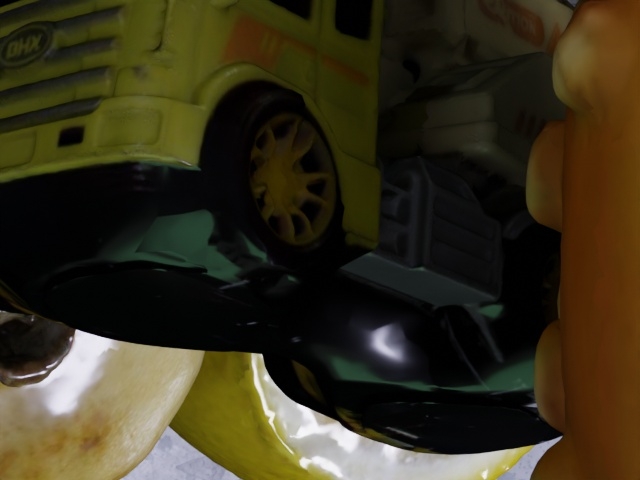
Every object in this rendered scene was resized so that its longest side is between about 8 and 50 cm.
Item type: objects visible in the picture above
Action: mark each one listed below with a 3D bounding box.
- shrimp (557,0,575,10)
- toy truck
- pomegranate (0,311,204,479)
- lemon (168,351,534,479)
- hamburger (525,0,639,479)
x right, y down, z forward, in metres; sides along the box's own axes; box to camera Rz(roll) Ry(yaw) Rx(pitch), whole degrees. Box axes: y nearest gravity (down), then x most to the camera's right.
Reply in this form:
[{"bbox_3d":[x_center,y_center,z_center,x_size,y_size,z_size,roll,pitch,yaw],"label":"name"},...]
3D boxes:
[{"bbox_3d":[0.208,-0.074,0.972,0.047,0.223,0.126,-43,174,30],"label":"shrimp"},{"bbox_3d":[0.017,-0.045,0.747,0.180,0.254,0.405,-11,158,39],"label":"toy truck"},{"bbox_3d":[-0.217,0.012,0.843,0.332,0.333,0.332,2,179,0],"label":"pomegranate"},{"bbox_3d":[0.000,0.000,1.092,0.364,0.364,0.364,2,179,0],"label":"lemon"},{"bbox_3d":[0.223,0.039,0.584,0.277,0.396,0.395,-2,178,17],"label":"hamburger"}]
